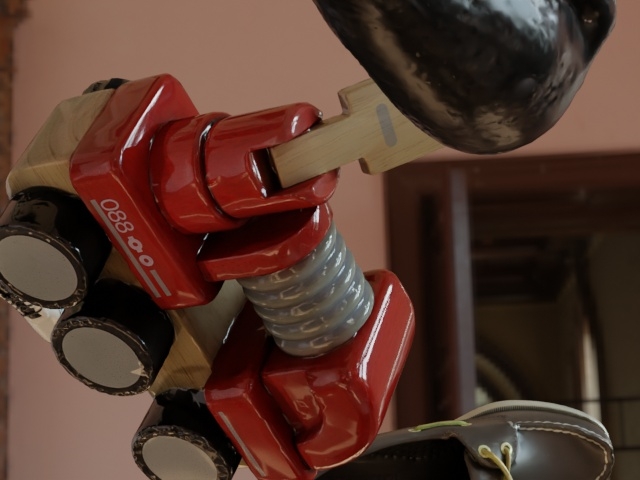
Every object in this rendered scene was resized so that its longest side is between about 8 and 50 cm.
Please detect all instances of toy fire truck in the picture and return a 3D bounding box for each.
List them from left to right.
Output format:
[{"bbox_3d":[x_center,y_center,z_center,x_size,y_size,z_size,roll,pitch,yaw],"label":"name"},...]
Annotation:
[{"bbox_3d":[0.000,0.000,0.774,0.246,0.158,0.217,-9,-54,31],"label":"toy fire truck"}]

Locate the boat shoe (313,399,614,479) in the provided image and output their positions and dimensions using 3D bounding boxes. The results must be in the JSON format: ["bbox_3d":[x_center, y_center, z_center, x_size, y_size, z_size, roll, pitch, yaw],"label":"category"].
[{"bbox_3d":[0.083,0.151,0.980,0.228,0.081,0.069,-6,7,-10],"label":"boat shoe"}]

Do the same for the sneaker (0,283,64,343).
[{"bbox_3d":[-0.226,0.038,1.170,0.040,0.109,0.044,-24,21,26],"label":"sneaker"}]

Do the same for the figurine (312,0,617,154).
[{"bbox_3d":[0.069,-0.129,0.455,0.215,0.092,0.209,-42,-20,14],"label":"figurine"}]
